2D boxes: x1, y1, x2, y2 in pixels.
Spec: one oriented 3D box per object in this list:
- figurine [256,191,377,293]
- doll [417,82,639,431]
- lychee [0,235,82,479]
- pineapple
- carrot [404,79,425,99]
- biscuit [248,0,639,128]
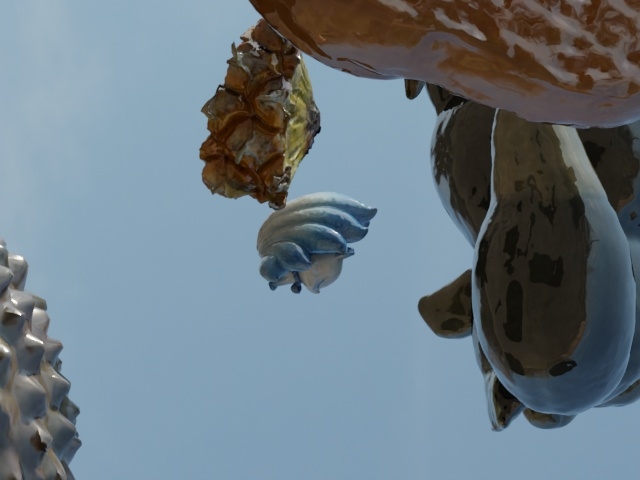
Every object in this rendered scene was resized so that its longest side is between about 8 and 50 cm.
[{"bbox_3d":[0.000,0.000,1.595,0.114,0.114,0.079,-23,-92,39],"label":"figurine"},{"bbox_3d":[0.215,-0.039,1.642,0.378,0.252,0.382,135,-51,-80],"label":"doll"},{"bbox_3d":[-0.338,0.168,1.282,0.380,0.380,0.432,39,-74,39],"label":"lychee"},{"bbox_3d":[-0.034,-0.094,1.441,0.069,0.116,0.137,18,-81,18],"label":"pineapple"},{"bbox_3d":[0.090,-0.215,1.297,0.049,0.049,0.254,21,-78,42],"label":"carrot"},{"bbox_3d":[0.039,-0.228,0.884,0.078,0.455,0.349,140,-37,-63],"label":"biscuit"}]
